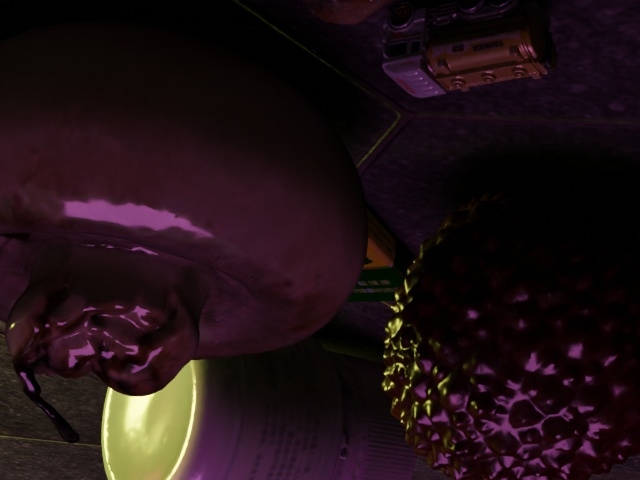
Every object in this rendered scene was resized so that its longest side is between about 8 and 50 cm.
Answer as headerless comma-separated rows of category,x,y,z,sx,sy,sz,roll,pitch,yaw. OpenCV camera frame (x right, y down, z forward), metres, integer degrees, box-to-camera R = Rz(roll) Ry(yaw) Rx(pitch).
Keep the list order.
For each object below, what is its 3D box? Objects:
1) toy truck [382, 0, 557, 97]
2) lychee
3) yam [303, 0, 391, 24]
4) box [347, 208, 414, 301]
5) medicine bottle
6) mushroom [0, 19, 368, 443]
toy truck,0.100,-0.132,1.003,0.123,0.063,0.052,-7,153,35
lychee,0.188,0.079,1.236,0.264,0.300,0.264,44,-174,-6
yam,0.064,-0.193,0.881,0.061,0.061,0.253,19,157,-22
box,0.000,0.000,1.397,0.132,0.034,0.235,-2,155,27
medicine bottle,-0.064,0.211,1.656,0.302,0.241,0.241,15,159,-34
mushroom,-0.146,0.004,1.127,0.362,0.294,0.362,9,155,4
